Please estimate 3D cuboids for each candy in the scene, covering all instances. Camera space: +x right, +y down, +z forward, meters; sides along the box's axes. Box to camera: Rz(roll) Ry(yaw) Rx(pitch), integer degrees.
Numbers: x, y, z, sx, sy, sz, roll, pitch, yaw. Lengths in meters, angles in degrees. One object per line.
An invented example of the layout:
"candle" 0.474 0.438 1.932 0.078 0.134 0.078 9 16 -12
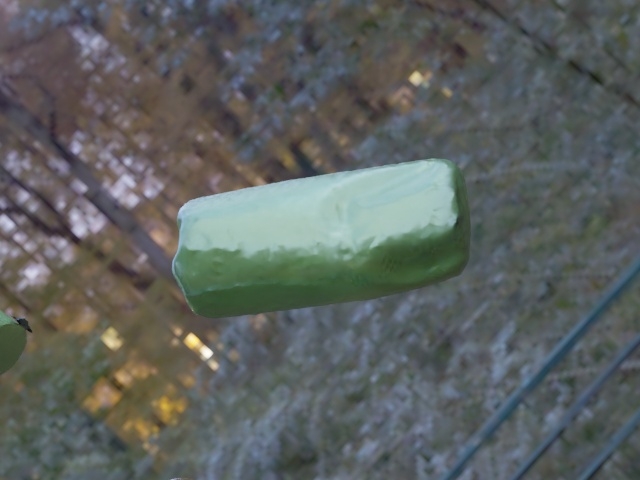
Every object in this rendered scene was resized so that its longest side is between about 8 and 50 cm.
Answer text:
"candy" 0.000 0.000 1.641 0.343 0.132 0.142 -9 26 15

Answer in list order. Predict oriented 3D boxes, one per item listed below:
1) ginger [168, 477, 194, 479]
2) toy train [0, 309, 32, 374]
"ginger" -0.153 0.293 1.255 0.263 0.109 0.116 -53 25 35
"toy train" -0.403 0.054 1.455 0.105 0.253 0.157 -58 -21 1
